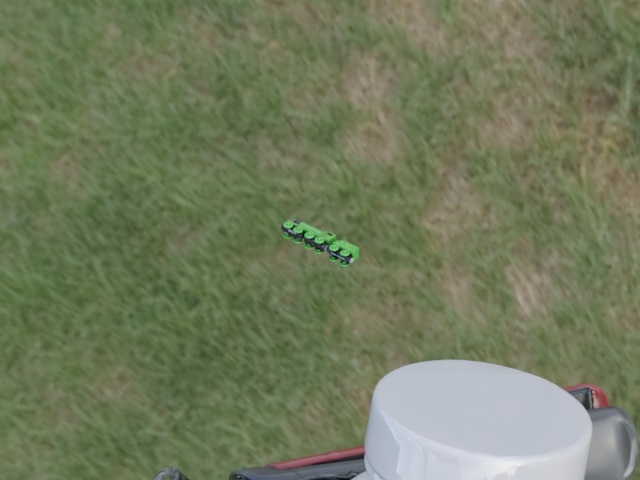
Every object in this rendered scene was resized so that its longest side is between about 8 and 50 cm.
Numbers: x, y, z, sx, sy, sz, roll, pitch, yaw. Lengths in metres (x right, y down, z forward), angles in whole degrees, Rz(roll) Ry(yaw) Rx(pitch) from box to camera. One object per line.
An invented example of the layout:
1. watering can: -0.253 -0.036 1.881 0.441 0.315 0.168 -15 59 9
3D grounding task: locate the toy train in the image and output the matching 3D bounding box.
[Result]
1. toy train: 0.000 0.000 1.487 0.083 0.017 0.024 27 43 29

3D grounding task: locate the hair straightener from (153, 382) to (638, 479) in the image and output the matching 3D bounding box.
1. hair straightener: 0.039 0.107 0.743 0.230 0.089 0.047 -4 101 -10

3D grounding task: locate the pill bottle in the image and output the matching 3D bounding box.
1. pill bottle: 0.051 0.149 0.633 0.112 0.112 0.186 19 113 28
